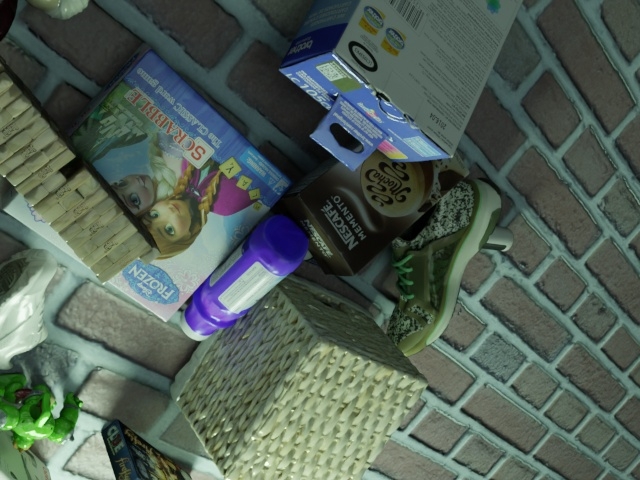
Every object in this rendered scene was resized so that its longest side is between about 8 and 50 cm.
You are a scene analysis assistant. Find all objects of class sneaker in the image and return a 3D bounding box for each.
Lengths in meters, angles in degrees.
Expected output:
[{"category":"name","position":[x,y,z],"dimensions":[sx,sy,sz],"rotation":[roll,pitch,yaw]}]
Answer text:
[{"category":"sneaker","position":[-0.471,0.111,1.106],"dimensions":[0.232,0.090,0.115],"rotation":[-48,135,13]},{"category":"sneaker","position":[0.194,0.040,1.421],"dimensions":[0.182,0.158,0.410],"rotation":[19,100,-22]}]

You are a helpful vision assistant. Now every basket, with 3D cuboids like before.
[{"category":"basket","position":[-0.041,0.276,1.320],"dimensions":[0.328,0.266,0.331],"rotation":[28,101,-38]}]

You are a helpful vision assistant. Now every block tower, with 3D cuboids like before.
[{"category":"block tower","position":[-0.362,-0.086,0.966],"dimensions":[0.097,0.091,0.335],"rotation":[-38,120,-4]}]

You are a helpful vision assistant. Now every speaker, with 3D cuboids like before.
[{"category":"speaker","position":[0.351,-0.009,1.519],"dimensions":[0.136,0.055,0.055],"rotation":[7,112,-33]}]

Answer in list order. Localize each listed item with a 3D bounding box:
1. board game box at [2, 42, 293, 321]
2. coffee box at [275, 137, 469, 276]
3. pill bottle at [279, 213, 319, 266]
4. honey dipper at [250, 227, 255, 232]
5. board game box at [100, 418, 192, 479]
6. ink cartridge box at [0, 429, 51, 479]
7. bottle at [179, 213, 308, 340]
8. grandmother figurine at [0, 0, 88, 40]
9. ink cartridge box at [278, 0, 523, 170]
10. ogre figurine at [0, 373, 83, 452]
[{"category":"board game box","position":[-0.259,-0.079,1.104],"dimensions":[0.318,0.066,0.318],"rotation":[-48,121,1]},{"category":"coffee box","position":[0.091,-0.092,1.217],"dimensions":[0.297,0.119,0.168],"rotation":[-41,104,-20]},{"category":"pill bottle","position":[0.000,0.000,1.298],"dimensions":[0.169,0.094,0.094],"rotation":[23,103,-37]},{"category":"honey dipper","position":[-0.136,-0.026,1.248],"dimensions":[0.160,0.030,0.030],"rotation":[20,104,-37]},{"category":"board game box","position":[-0.305,0.459,1.329],"dimensions":[0.042,0.165,0.243],"rotation":[-40,128,-5]},{"category":"ink cartridge box","position":[-0.535,0.399,1.168],"dimensions":[0.092,0.158,0.218],"rotation":[-31,127,-13]},{"category":"bottle","position":[-0.140,0.074,1.200],"dimensions":[0.092,0.118,0.283],"rotation":[45,121,-5]},{"category":"grandmother figurine","position":[-0.455,-0.319,0.865],"dimensions":[0.342,0.104,0.208],"rotation":[-7,127,-23]},{"category":"ink cartridge box","position":[0.122,-0.302,1.072],"dimensions":[0.270,0.151,0.395],"rotation":[35,72,-31]},{"category":"ogre figurine","position":[-0.481,0.279,1.160],"dimensions":[0.097,0.118,0.197],"rotation":[-40,127,-5]}]
